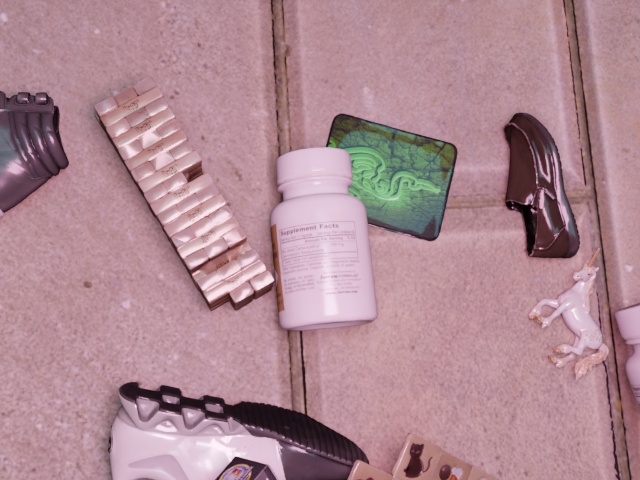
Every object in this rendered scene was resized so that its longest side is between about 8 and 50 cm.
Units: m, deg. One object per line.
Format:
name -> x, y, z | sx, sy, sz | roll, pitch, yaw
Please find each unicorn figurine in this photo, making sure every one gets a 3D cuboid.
unicorn figurine -> 0.355, 0.104, 1.247 | 0.111, 0.060, 0.161 | -24, 99, -10

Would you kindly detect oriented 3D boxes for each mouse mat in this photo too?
mouse mat -> 0.094, -0.091, 1.276 | 0.190, 0.007, 0.152 | 14, 78, -3

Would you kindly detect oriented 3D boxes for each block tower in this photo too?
block tower -> -0.187, -0.060, 1.195 | 0.091, 0.097, 0.335 | -31, 83, -12

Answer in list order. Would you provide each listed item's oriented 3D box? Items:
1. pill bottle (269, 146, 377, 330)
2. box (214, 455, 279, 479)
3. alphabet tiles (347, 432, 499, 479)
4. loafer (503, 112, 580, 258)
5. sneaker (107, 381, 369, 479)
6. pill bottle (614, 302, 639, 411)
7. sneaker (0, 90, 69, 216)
pill bottle -> 0.000, 0.000, 1.183 | 0.131, 0.131, 0.229 | -4, 80, -7
box -> -0.086, 0.422, 1.027 | 0.216, 0.060, 0.270 | -46, 122, -35
alphabet tiles -> 0.104, 0.429, 1.110 | 0.285, 0.011, 0.342 | 32, 76, -28
loafer -> 0.298, -0.075, 1.256 | 0.078, 0.080, 0.220 | -15, 82, -9
sneaker -> -0.107, 0.286, 1.139 | 0.331, 0.122, 0.146 | 13, 96, -5
pill bottle -> 0.506, 0.209, 1.185 | 0.160, 0.160, 0.283 | -16, 82, -9
sneaker -> -0.441, -0.188, 1.191 | 0.147, 0.104, 0.295 | -28, 89, -12
